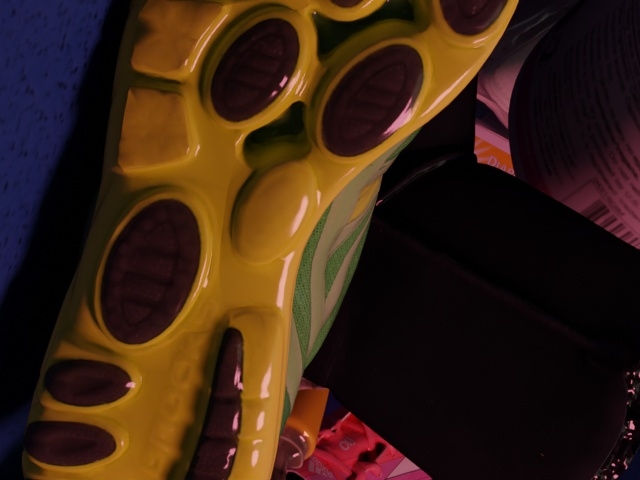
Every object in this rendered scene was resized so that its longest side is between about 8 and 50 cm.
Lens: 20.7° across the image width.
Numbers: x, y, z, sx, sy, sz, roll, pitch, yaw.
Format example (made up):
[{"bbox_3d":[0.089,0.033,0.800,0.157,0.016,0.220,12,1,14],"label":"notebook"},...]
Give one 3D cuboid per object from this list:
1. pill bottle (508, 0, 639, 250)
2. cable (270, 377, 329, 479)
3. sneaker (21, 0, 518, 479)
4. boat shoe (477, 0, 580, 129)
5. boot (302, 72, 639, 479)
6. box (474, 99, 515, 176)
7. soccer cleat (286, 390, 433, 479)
[{"bbox_3d":[0.207,-0.084,0.723,0.160,0.160,0.283,-56,-173,-29],"label":"pill bottle"},{"bbox_3d":[0.000,0.000,0.874,0.287,0.072,0.139,-63,143,-63],"label":"cable"},{"bbox_3d":[-0.023,-0.034,0.579,0.123,0.109,0.295,-89,-156,-71],"label":"sneaker"},{"bbox_3d":[0.172,-0.085,0.992,0.136,0.156,0.367,-34,167,22],"label":"boat shoe"},{"bbox_3d":[0.070,-0.016,0.716,0.246,0.207,0.094,-57,173,-25],"label":"boot"},{"bbox_3d":[0.084,0.006,1.107,0.203,0.114,0.103,-64,169,24],"label":"box"},{"bbox_3d":[0.010,0.161,1.205,0.318,0.108,0.116,-52,162,-33],"label":"soccer cleat"}]
